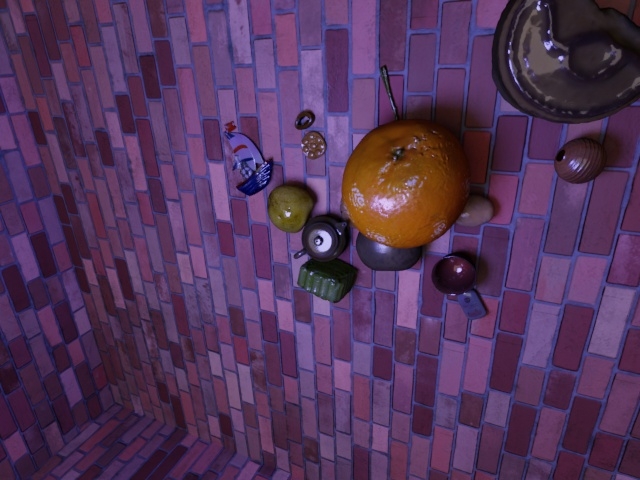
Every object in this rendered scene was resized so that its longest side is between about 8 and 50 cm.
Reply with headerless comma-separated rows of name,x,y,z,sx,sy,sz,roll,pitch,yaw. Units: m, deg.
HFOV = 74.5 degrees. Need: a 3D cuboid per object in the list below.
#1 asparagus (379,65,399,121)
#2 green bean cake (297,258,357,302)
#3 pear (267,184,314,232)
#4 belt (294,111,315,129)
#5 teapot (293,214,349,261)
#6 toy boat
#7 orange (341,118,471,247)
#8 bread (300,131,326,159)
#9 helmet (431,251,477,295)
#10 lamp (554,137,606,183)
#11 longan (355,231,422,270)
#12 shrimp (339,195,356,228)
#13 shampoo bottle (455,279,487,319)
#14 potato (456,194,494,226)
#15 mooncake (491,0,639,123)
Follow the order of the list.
asparagus,0.246,-0.483,1.456,0.023,0.022,0.233,-21,103,-13
green bean cake,0.028,0.151,1.742,0.200,0.214,0.113,23,116,18
pear,-0.128,-0.131,1.699,0.197,0.197,0.198,11,117,22
belt,-0.061,-0.460,1.613,0.083,0.036,0.059,-30,90,33
teapot,0.000,0.000,1.678,0.267,0.175,0.186,-34,85,17
toy boat,-0.300,-0.348,1.779,0.218,0.072,0.319,-2,102,30
orange,0.267,-0.188,1.345,0.422,0.326,0.425,-4,72,14
bread,-0.029,-0.369,1.643,0.109,0.024,0.110,10,115,23
helmet,0.498,0.113,1.549,0.154,0.106,0.175,32,125,13
lamp,0.763,-0.234,1.239,0.136,0.136,0.137,11,117,22
longan,0.247,0.013,1.572,0.246,0.214,0.246,25,121,49
shrimp,0.154,-0.170,1.625,0.145,0.061,0.267,32,125,22
shampoo bottle,0.565,0.224,1.605,0.079,0.040,0.165,-25,101,35
potato,0.520,-0.097,1.447,0.146,0.112,0.112,-3,111,20
mooncake,0.662,-0.510,1.094,0.393,0.246,0.394,8,110,13
